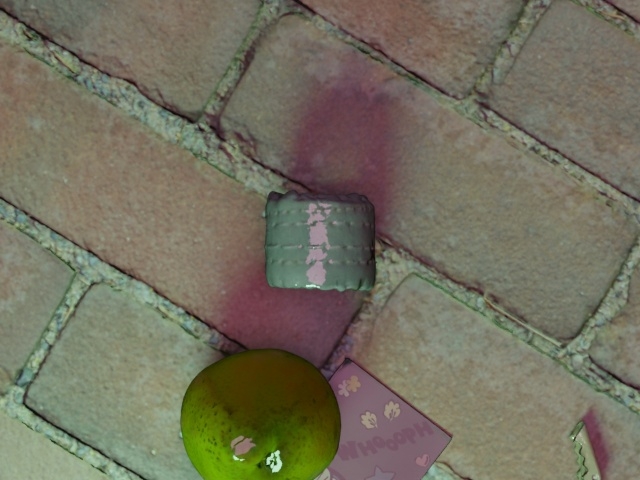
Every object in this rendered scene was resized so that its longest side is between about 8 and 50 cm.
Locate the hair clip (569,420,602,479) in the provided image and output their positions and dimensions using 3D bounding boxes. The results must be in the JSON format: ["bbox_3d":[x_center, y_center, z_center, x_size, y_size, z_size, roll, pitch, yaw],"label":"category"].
[{"bbox_3d":[0.320,0.335,1.612,0.072,0.034,0.226,12,87,-5],"label":"hair clip"}]

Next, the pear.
[{"bbox_3d":[-0.068,0.214,1.513,0.187,0.220,0.187,0,91,-2],"label":"pear"}]

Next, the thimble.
[{"bbox_3d":[0.001,0.000,1.553,0.127,0.151,0.118,0,89,11],"label":"thimble"}]

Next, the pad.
[{"bbox_3d":[0.022,0.288,1.621,0.170,0.006,0.245,38,89,0],"label":"pad"}]
